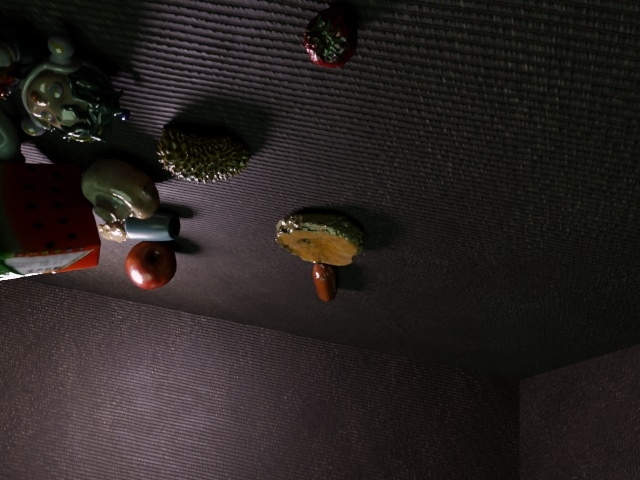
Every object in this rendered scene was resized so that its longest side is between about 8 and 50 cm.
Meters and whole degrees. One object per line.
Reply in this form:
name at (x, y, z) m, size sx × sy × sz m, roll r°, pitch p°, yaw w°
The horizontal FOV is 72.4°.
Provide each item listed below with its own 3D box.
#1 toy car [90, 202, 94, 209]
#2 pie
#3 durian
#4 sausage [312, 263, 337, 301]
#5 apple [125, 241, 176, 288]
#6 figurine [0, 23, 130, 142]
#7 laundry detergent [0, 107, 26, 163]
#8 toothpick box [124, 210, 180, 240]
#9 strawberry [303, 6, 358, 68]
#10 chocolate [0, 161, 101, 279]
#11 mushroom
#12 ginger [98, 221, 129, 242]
toy car at (-0.972, -0.156, 1.653) m, size 0.209 × 0.090 × 0.108 m, roll 29°, pitch 156°, yaw -38°
pie at (0.000, 0.000, 1.543) m, size 0.339 × 0.083 × 0.339 m, roll 8°, pitch 155°, yaw 4°
durian at (-0.315, -0.215, 1.186) m, size 0.249 × 0.138 × 0.183 m, roll 4°, pitch 146°, yaw 4°
sausage at (0.025, 0.189, 1.919) m, size 0.102 × 0.102 × 0.330 m, roll 8°, pitch 154°, yaw 9°
apple at (-0.752, 0.105, 1.951) m, size 0.218 × 0.218 × 0.201 m, roll 24°, pitch 154°, yaw -23°
figurine at (-0.624, -0.358, 0.965) m, size 0.381 × 0.186 × 0.261 m, roll 30°, pitch 139°, yaw -22°
laundry detergent at (-0.976, -0.329, 1.246) m, size 0.263 × 0.125 × 0.398 m, roll 13°, pitch 156°, yaw 6°
toothpick box at (-0.636, -0.056, 1.676) m, size 0.184 × 0.120 × 0.120 m, roll 4°, pitch 154°, yaw 10°
strawberry at (0.019, -0.358, 0.779) m, size 0.106 × 0.106 × 0.106 m, roll 10°, pitch 155°, yaw 5°
chocolate at (-0.905, -0.080, 1.382) m, size 0.341 × 0.360 × 0.161 m, roll -8°, pitch 162°, yaw -47°
mushroom at (-0.637, -0.154, 1.401) m, size 0.254 × 0.184 × 0.255 m, roll 20°, pitch 150°, yaw 12°
ginger at (-0.849, -0.040, 1.859) m, size 0.213 × 0.074 × 0.137 m, roll 0°, pitch 162°, yaw 34°
